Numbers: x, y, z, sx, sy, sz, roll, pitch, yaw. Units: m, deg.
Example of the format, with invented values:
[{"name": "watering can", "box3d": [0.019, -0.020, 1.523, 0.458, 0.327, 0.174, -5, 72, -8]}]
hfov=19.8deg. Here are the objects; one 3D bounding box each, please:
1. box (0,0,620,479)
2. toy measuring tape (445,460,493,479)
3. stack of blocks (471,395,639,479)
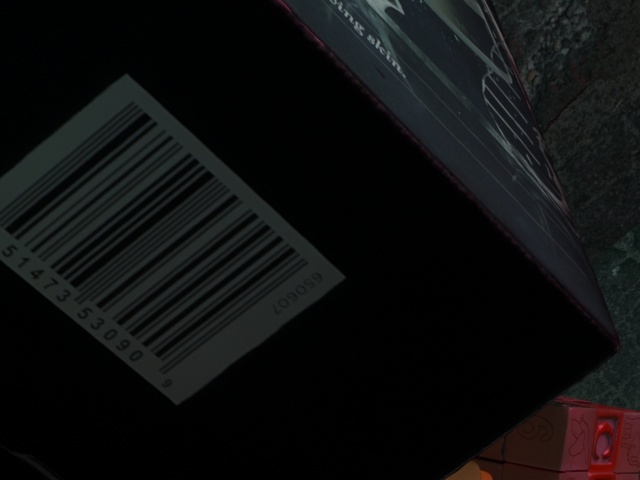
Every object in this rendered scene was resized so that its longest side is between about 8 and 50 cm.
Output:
[{"name": "box", "box3d": [-0.115, -0.129, 1.086, 0.480, 0.297, 0.472, 43, 19, -29]}, {"name": "toy measuring tape", "box3d": [0.052, 0.217, 1.041, 0.121, 0.121, 0.330, 48, 29, -24]}, {"name": "stack of blocks", "box3d": [0.055, 0.136, 1.282, 0.297, 0.087, 0.171, 8, -1, 33]}]
